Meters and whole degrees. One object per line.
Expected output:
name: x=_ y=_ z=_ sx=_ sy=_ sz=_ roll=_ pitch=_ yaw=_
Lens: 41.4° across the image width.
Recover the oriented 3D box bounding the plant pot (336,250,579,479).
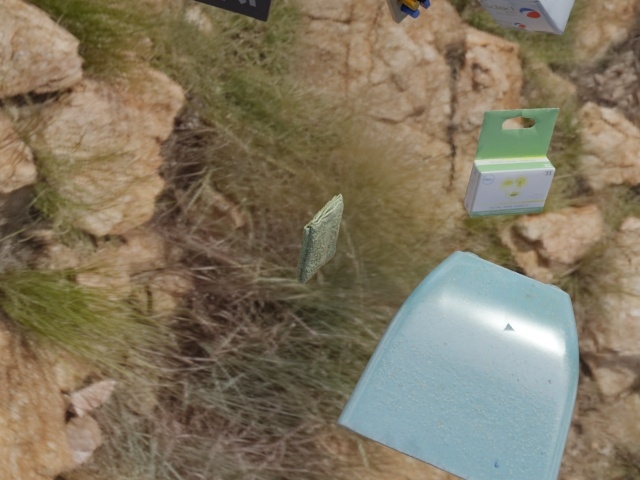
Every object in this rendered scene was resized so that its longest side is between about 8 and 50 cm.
plant pot: x=0.187 y=0.160 z=1.049 sx=0.248 sy=0.247 sz=0.252 roll=22 pitch=80 yaw=9

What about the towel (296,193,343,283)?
towel: x=0.000 y=0.000 z=1.444 sx=0.027 sy=0.148 sz=0.110 roll=29 pitch=45 yaw=17

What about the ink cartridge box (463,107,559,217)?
ink cartridge box: x=0.406 y=-0.160 z=1.774 sx=0.171 sy=0.056 sz=0.235 roll=-4 pitch=131 yaw=-12

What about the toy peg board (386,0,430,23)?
toy peg board: x=0.212 y=-0.527 z=1.706 sx=0.161 sy=0.079 sz=0.160 roll=-43 pitch=150 yaw=-5

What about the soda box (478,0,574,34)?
soda box: x=0.219 y=-0.308 z=0.788 sx=0.074 sy=0.069 sz=0.216 roll=24 pitch=86 yaw=-54

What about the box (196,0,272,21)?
box: x=-0.125 y=-0.392 z=1.119 sx=0.156 sy=0.158 sz=0.093 roll=15 pitch=61 yaw=-5
